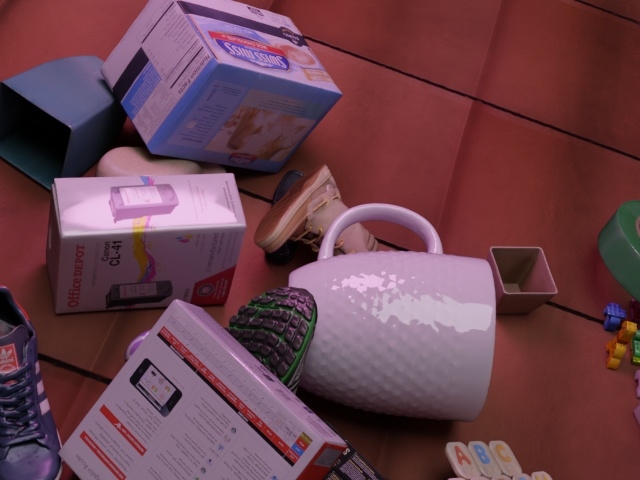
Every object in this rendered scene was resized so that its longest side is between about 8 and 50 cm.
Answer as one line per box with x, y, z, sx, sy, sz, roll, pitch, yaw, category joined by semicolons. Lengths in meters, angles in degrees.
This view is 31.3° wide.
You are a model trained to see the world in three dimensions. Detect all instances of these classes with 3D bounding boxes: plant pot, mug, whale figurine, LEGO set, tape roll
0.366;0.083;2.158;0.109;0.096;0.109;1;53;-17;plant pot
0.105;0.109;1.926;0.328;0.276;0.374;5;64;-3;mug
-0.293;-0.093;2.097;0.216;0.141;0.272;23;23;25;whale figurine
-0.464;-0.236;2.130;0.165;0.165;0.234;34;42;11;plant pot
0.588;0.173;2.154;0.087;0.093;0.227;13;49;-6;LEGO set
0.699;0.053;2.237;0.321;0.077;0.321;21;33;-14;tape roll

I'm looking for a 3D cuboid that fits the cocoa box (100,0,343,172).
-0.180;-0.293;2.130;0.347;0.231;0.228;5;43;-50;cocoa box

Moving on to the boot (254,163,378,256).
0.000;0.000;2.055;0.203;0.095;0.262;54;33;-12;boot

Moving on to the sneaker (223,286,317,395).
-0.096;0.230;1.780;0.134;0.343;0.146;27;5;28;sneaker

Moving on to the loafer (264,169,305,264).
-0.056;-0.055;2.153;0.076;0.078;0.223;16;49;-5;loafer

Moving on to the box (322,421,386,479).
0.015;0.402;1.799;0.180;0.077;0.147;42;52;18;box

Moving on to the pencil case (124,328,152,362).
-0.231;0.235;1.855;0.088;0.086;0.206;-31;66;-28;pencil case

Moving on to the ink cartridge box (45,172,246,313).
-0.298;0.006;1.932;0.306;0.226;0.131;-4;53;-19;ink cartridge box

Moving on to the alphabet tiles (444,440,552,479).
0.313;0.438;1.822;0.284;0.021;0.278;8;44;-44;alphabet tiles

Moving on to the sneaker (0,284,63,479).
-0.480;0.221;1.749;0.131;0.148;0.350;-12;56;-25;sneaker

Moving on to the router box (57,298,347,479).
-0.179;0.304;1.667;0.335;0.082;0.301;40;95;27;router box

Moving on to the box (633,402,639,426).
0.709;0.326;2.044;0.232;0.126;0.148;-2;53;-18;box
